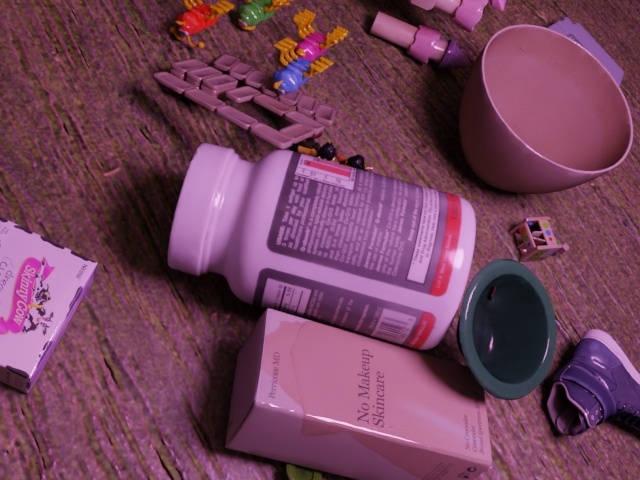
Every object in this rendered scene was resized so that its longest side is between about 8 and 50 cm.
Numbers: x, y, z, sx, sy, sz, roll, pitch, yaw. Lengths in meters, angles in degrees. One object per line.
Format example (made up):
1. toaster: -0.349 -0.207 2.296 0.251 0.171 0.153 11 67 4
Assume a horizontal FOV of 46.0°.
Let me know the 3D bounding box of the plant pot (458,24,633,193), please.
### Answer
1. plant pot: 0.344 -0.190 1.271 0.284 0.191 0.284 11 61 -19

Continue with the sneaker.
1. sneaker: 0.445 0.267 1.139 0.226 0.086 0.163 47 55 6

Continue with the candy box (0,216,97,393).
1. candy box: -0.392 0.061 0.890 0.196 0.070 0.165 26 57 -9

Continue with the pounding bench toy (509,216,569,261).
1. pounding bench toy: 0.373 -0.006 1.271 0.083 0.052 0.065 -3 65 -25

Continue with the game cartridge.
1. game cartridge: 0.465 -0.312 1.472 0.297 0.062 0.198 -35 86 -33

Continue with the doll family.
1. doll family: 0.027 -0.102 1.134 0.193 0.111 0.076 28 56 -8

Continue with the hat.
1. hat: 0.198 0.124 1.024 0.208 0.183 0.173 49 62 -23

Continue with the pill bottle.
1. pill bottle: 0.000 0.000 0.988 0.363 0.210 0.210 16 58 -2

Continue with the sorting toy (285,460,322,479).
1. sorting toy: -0.023 0.322 0.941 0.061 0.042 0.102 0 52 -41

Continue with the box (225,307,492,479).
1. box: 0.048 0.212 0.960 0.311 0.121 0.148 17 46 -16

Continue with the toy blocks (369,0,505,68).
1. toy blocks: 0.276 -0.484 1.321 0.260 0.309 0.288 23 58 -4

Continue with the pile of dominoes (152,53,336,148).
1. pile of dominoes: -0.107 -0.200 1.113 0.251 0.040 0.196 31 32 19

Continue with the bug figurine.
1. bug figurine: -0.089 -0.324 1.200 0.279 0.072 0.216 34 43 15
